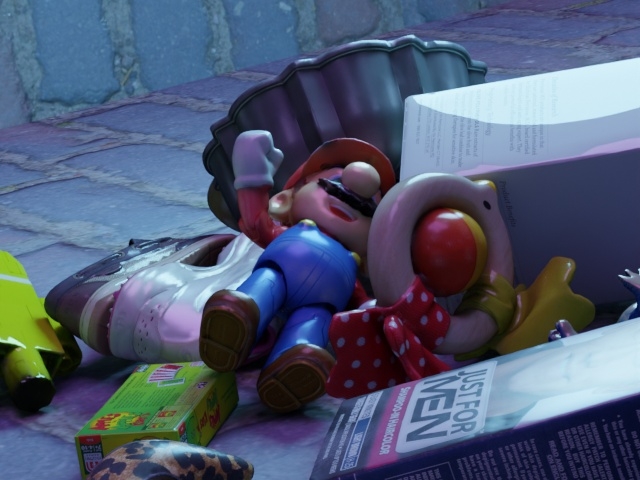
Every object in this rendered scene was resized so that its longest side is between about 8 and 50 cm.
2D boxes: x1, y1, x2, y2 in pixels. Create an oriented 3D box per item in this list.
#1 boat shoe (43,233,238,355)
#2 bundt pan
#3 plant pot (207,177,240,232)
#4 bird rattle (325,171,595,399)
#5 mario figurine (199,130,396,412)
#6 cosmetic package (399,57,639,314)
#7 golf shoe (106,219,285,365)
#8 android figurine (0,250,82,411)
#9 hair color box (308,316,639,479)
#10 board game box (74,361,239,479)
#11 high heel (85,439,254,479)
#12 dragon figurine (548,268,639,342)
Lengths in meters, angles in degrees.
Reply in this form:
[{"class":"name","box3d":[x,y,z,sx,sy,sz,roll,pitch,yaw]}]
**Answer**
[{"class":"boat shoe","box3d":[-0.174,0.040,2.014,0.092,0.103,0.285,26,27,22]},{"class":"bundt pan","box3d":[0.046,-0.076,2.111,0.331,0.124,0.331,-15,-26,-7]},{"class":"plant pot","box3d":[-0.014,-0.063,2.273,0.236,0.032,0.236,-14,-26,-7]},{"class":"bird rattle","box3d":[0.102,0.044,1.738,0.253,0.207,0.143,-7,-7,-33]},{"class":"mario figurine","box3d":[0.000,0.000,1.821,0.170,0.198,0.320,-12,31,26]},{"class":"cosmetic package","box3d":[0.276,-0.052,1.877,0.365,0.197,0.155,-8,39,12]},{"class":"golf shoe","box3d":[-0.068,0.067,1.941,0.140,0.115,0.306,24,32,34]},{"class":"android figurine","box3d":[-0.356,0.067,1.916,0.248,0.056,0.273,12,26,-36]},{"class":"hair color box","box3d":[0.178,0.138,1.361,0.347,0.105,0.174,-17,13,13]},{"class":"board game box","box3d":[-0.140,0.156,1.718,0.092,0.043,0.181,-5,14,14]},{"class":"high heel","box3d":[-0.124,0.227,1.394,0.261,0.093,0.186,-14,27,-31]},{"class":"dragon figurine","box3d":[0.292,0.113,1.557,0.085,0.144,0.289,-14,35,-27]}]
